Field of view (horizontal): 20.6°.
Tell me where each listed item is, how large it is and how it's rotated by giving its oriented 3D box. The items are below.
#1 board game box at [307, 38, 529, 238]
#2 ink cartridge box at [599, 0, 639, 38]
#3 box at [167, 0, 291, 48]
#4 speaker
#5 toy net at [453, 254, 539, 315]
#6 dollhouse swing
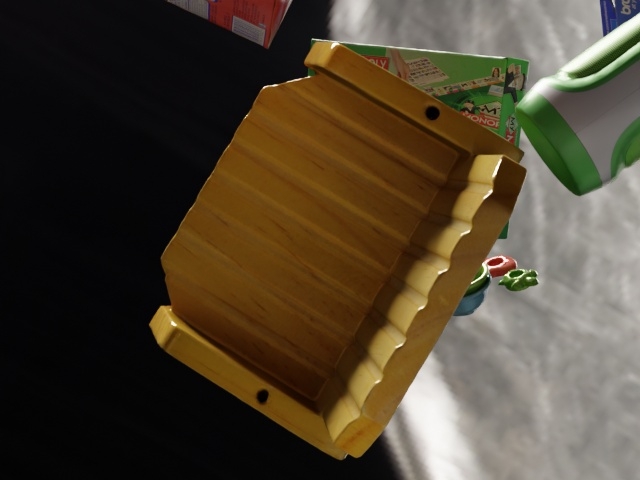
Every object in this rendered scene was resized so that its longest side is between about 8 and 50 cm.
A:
[{"bbox_3d":[0.104,-0.128,2.147,0.317,0.046,0.214,12,97,43],"label":"board game box"},{"bbox_3d":[0.448,-0.248,2.042,0.065,0.311,0.186,-46,-41,-31],"label":"ink cartridge box"},{"bbox_3d":[-0.074,-0.303,1.498,0.300,0.154,0.142,106,-171,-74],"label":"box"},{"bbox_3d":[0.340,-0.171,1.713,0.296,0.131,0.131,-36,12,-2],"label":"speaker"},{"bbox_3d":[0.124,0.022,1.862,0.122,0.045,0.232,-27,26,-22],"label":"toy net"},{"bbox_3d":[0.000,0.000,1.657,0.347,0.315,0.305,-59,-10,1],"label":"dollhouse swing"}]
